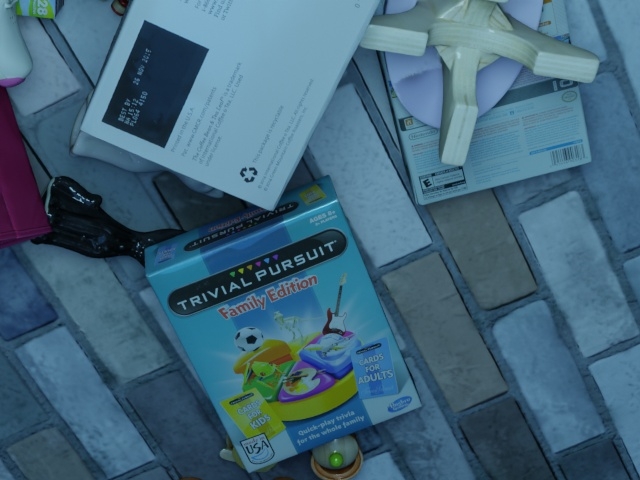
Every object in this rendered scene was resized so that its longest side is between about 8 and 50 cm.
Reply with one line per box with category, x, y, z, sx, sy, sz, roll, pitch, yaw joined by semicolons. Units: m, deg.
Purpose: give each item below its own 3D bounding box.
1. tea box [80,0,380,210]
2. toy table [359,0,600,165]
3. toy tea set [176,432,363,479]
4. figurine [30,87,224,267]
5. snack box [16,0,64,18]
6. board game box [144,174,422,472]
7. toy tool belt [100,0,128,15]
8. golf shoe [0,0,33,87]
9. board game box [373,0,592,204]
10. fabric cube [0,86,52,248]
tea box;-0.079;-0.264;1.265;0.220;0.323;0.329;23;113;-13
toy table;0.160;-0.229;1.281;0.252;0.161;0.274;-2;117;-2
toy tea set;-0.090;0.370;1.692;0.200;0.124;0.336;37;110;-18
figurine;-0.230;-0.061;1.502;0.209;0.092;0.215;20;113;-21
snack box;-0.377;-0.367;1.343;0.175;0.070;0.207;6;117;-5
board game box;-0.043;0.116;1.538;0.254;0.079;0.336;-22;118;3
toy tool belt;-0.247;-0.307;1.390;0.051;0.052;0.083;-38;113;24
golf shoe;-0.368;-0.313;1.271;0.140;0.115;0.306;-21;116;4
board game box;0.184;-0.217;1.429;0.224;0.097;0.303;-14;117;4
fabric cube;-0.491;-0.088;1.334;0.254;0.259;0.258;-18;91;6
